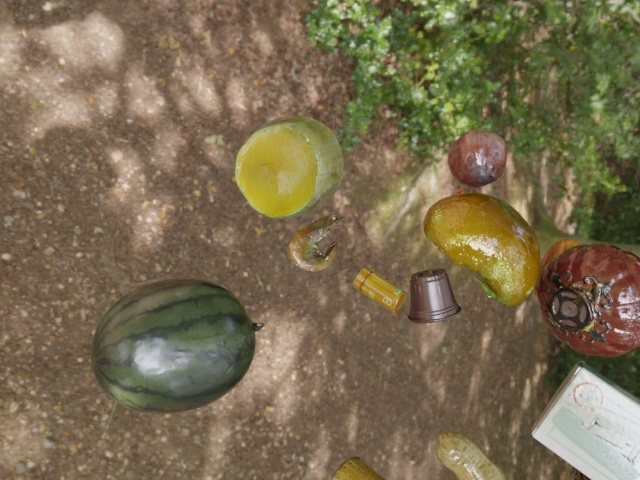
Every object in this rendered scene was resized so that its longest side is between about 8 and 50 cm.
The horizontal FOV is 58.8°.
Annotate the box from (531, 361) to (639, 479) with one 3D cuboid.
[{"bbox_3d":[0.454,0.302,0.807,0.135,0.269,0.079,-58,158,8],"label":"box"}]

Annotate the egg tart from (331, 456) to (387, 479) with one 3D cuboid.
[{"bbox_3d":[0.121,0.787,1.735,0.215,0.171,0.215,-21,118,-48],"label":"egg tart"}]

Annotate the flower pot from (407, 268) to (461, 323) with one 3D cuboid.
[{"bbox_3d":[0.220,0.106,1.138,0.111,0.111,0.089,-25,104,-59],"label":"flower pot"}]

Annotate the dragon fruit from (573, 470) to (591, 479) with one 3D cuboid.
[{"bbox_3d":[0.849,0.674,1.524,0.263,0.296,0.314,5,71,-72],"label":"dragon fruit"}]

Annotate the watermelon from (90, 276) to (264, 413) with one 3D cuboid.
[{"bbox_3d":[-0.292,0.218,1.199,0.359,0.279,0.278,-6,98,-41],"label":"watermelon"}]

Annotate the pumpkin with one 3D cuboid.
[{"bbox_3d":[-0.101,-0.224,1.739,0.199,0.332,0.332,-44,133,-78],"label":"pumpkin"}]

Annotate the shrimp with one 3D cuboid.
[{"bbox_3d":[0.000,0.000,1.846,0.150,0.068,0.248,48,64,-11],"label":"shrimp"}]

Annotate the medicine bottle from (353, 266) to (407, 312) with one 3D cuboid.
[{"bbox_3d":[0.230,0.190,2.191,0.096,0.192,0.096,-45,155,-28],"label":"medicine bottle"}]

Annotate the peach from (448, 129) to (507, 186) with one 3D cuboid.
[{"bbox_3d":[0.406,-0.204,1.477,0.152,0.152,0.152,-9,100,-62],"label":"peach"}]

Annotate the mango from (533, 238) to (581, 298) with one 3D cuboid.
[{"bbox_3d":[0.717,0.091,1.745,0.141,0.102,0.217,-91,-162,-59],"label":"mango"}]

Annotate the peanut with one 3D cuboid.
[{"bbox_3d":[0.358,0.540,1.352,0.226,0.095,0.108,47,23,-9],"label":"peanut"}]

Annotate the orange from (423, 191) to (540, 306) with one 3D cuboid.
[{"bbox_3d":[0.432,0.010,1.450,0.334,0.196,0.262,45,43,-8],"label":"orange"}]

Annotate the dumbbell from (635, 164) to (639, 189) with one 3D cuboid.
[{"bbox_3d":[1.053,-0.115,1.645,0.185,0.185,0.388,63,24,-43],"label":"dumbbell"}]

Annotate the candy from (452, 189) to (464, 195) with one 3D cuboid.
[{"bbox_3d":[0.447,-0.092,1.729,0.122,0.038,0.062,58,3,13],"label":"candy"}]

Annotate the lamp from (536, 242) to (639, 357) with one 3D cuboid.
[{"bbox_3d":[0.721,0.155,1.484,0.257,0.303,0.303,-11,103,-35],"label":"lamp"}]
